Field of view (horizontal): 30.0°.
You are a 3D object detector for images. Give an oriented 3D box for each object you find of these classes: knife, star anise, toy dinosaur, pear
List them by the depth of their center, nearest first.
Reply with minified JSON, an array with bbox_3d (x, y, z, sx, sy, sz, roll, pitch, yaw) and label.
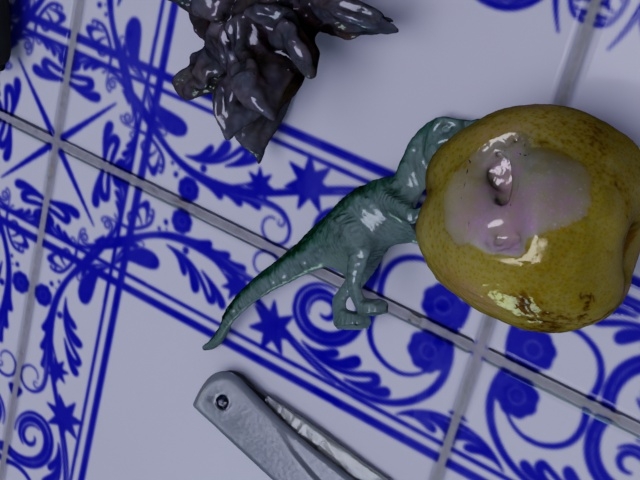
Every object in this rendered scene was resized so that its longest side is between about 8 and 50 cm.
[{"bbox_3d":[0.156,-0.018,0.888,0.178,0.178,0.178,9,107,30],"label":"pear"},{"bbox_3d":[-0.049,-0.192,1.000,0.283,0.129,0.212,-30,78,35],"label":"star anise"},{"bbox_3d":[0.010,0.041,1.040,0.383,0.076,0.129,-38,49,27],"label":"toy dinosaur"},{"bbox_3d":[-0.009,0.212,1.129,0.265,0.040,0.073,36,107,20],"label":"knife"}]

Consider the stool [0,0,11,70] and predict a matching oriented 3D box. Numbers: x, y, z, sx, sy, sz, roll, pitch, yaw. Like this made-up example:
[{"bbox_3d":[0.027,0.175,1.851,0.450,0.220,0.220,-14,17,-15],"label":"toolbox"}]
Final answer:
[{"bbox_3d":[-0.359,-0.224,1.204,0.096,0.096,0.110,8,113,30],"label":"stool"}]
